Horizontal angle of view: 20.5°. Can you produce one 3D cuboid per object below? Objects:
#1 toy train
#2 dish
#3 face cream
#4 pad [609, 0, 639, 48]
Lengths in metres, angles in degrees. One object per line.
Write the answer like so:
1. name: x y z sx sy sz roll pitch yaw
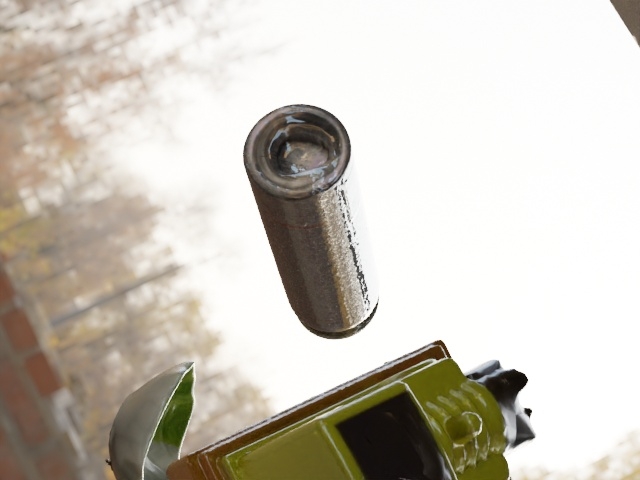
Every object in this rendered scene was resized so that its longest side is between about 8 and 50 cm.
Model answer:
1. toy train: 0.025 0.104 0.793 0.127 0.219 0.089 -33 -100 45
2. dish: -0.120 0.138 1.186 0.039 0.091 0.137 20 -42 8
3. face cream: 0.000 0.000 1.273 0.073 0.073 0.283 60 -7 26
4. pad: 0.268 -0.250 1.557 0.211 0.003 0.143 71 -2 -51
